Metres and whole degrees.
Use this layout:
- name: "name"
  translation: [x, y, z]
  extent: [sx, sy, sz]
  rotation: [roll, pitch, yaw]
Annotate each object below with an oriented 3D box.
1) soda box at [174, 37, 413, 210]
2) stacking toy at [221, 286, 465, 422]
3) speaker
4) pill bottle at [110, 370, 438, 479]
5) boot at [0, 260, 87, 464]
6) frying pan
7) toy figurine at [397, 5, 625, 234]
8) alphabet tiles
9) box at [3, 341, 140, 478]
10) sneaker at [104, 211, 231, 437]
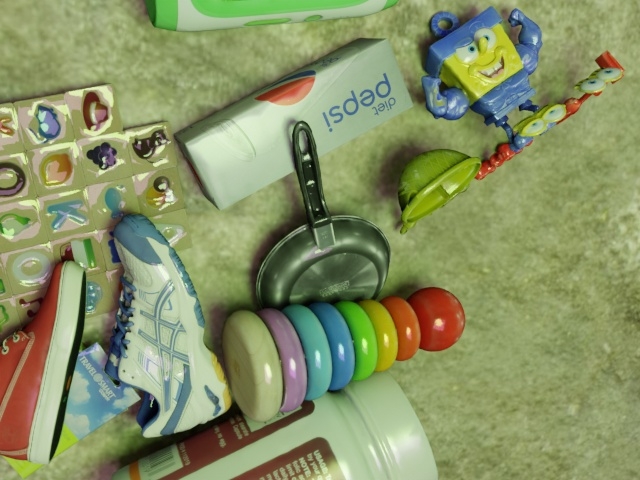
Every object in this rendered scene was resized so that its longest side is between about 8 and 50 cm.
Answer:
- name: "soda box"
  translation: [-0.033, -0.152, 0.950]
  extent: [0.286, 0.091, 0.098]
  rotation: [-29, 113, -10]
- name: "stacking toy"
  translation: [0.044, 0.128, 0.992]
  extent: [0.330, 0.141, 0.141]
  rotation: [-12, 109, -26]
- name: "speaker"
  translation: [-0.054, -0.317, 0.876]
  extent: [0.296, 0.131, 0.131]
  rotation: [-10, 109, -17]
- name: "pill bottle"
  translation: [-0.058, 0.331, 1.012]
  extent: [0.392, 0.224, 0.224]
  rotation: [-23, 112, -12]
- name: "boot"
  translation: [-0.379, 0.130, 0.890]
  extent: [0.176, 0.088, 0.244]
  rotation: [14, 89, -7]
- name: "frying pan"
  translation: [0.026, 0.001, 0.987]
  extent: [0.197, 0.053, 0.326]
  rotation: [-1, 128, -25]
- name: "toy figurine"
  translation: [0.195, -0.199, 1.024]
  extent: [0.362, 0.191, 0.217]
  rotation: [-34, 85, -7]
- name: "alphabet tiles"
  translation: [-0.332, -0.027, 0.903]
  extent: [0.342, 0.011, 0.285]
  rotation: [-16, 114, -19]
- name: "box"
  translation: [-0.338, 0.213, 0.972]
  extent: [0.178, 0.042, 0.109]
  rotation: [-34, 115, -9]
- name: "sneaker"
  translation: [-0.211, 0.116, 0.929]
  extent: [0.131, 0.112, 0.297]
  rotation: [-23, 110, -19]
